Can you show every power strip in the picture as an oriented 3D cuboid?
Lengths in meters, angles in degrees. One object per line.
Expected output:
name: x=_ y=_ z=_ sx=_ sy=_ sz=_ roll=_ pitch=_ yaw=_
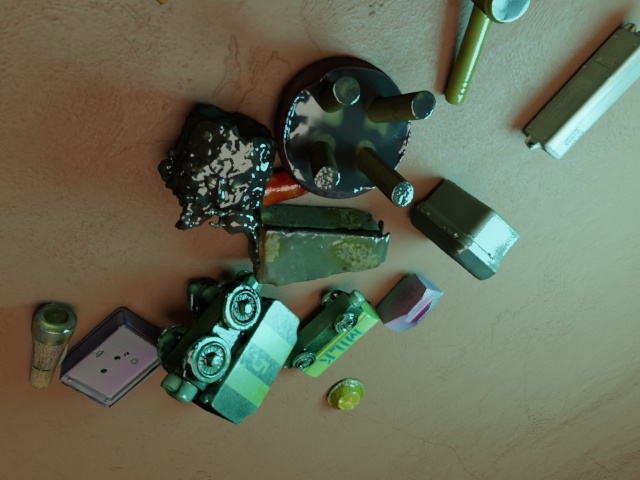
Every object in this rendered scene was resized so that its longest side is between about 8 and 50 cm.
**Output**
power strip: x=0.560 y=-0.310 z=1.345 sx=0.058 sy=0.098 sz=0.338 roll=32 pitch=108 yaw=-32

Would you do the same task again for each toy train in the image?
toy train: x=-0.192 y=0.215 z=1.348 sx=0.238 sy=0.167 sz=0.299 roll=48 pitch=63 yaw=-34
toy train: x=0.026 y=0.217 z=1.510 sx=0.253 sy=0.105 sz=0.157 roll=-45 pitch=137 yaw=14

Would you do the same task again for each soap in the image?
soap: x=0.206 y=0.143 z=1.514 sx=0.056 sy=0.100 sz=0.149 roll=32 pitch=108 yaw=-31

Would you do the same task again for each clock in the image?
clock: x=-0.434 y=0.252 z=1.389 sx=0.193 sy=0.073 sz=0.144 roll=-39 pitch=125 yaw=9

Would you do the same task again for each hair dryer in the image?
hair dryer: x=0.293 y=-0.374 z=1.208 sx=0.090 sy=0.134 sz=0.278 roll=-1 pitch=131 yaw=-17

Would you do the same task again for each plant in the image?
plant: x=-0.183 y=-0.119 z=1.175 sx=0.204 sy=0.178 sz=0.233 roll=11 pitch=116 yaw=-26

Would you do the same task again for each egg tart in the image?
egg tart: x=0.069 y=0.401 z=1.671 sx=0.105 sy=0.039 sz=0.105 roll=-7 pitch=121 yaw=-12

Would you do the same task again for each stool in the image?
stool: x=0.066 y=-0.191 z=1.182 sx=0.272 sy=0.178 sz=0.271 roll=-6 pitch=109 yaw=-19

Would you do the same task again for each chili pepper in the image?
chili pepper: x=-0.059 y=-0.117 z=1.290 sx=0.272 sy=0.063 sz=0.071 roll=-19 pitch=138 yaw=-9

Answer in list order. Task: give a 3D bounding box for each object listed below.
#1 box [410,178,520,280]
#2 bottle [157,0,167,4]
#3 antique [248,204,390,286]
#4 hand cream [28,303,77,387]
box: x=0.301 y=-0.026 z=1.376 sx=0.148 sy=0.210 sz=0.129 roll=35 pitch=98 yaw=-34
bottle: x=-0.204 y=-0.455 z=1.020 sx=0.187 sy=0.069 sz=0.069 roll=-39 pitch=125 yaw=7
antique: x=0.000 y=0.000 z=1.342 sx=0.284 sy=0.125 sz=0.150 roll=-3 pitch=123 yaw=-16
hand cream: x=-0.559 y=0.227 z=1.334 sx=0.084 sy=0.084 sz=0.203 roll=11 pitch=122 yaw=-24
